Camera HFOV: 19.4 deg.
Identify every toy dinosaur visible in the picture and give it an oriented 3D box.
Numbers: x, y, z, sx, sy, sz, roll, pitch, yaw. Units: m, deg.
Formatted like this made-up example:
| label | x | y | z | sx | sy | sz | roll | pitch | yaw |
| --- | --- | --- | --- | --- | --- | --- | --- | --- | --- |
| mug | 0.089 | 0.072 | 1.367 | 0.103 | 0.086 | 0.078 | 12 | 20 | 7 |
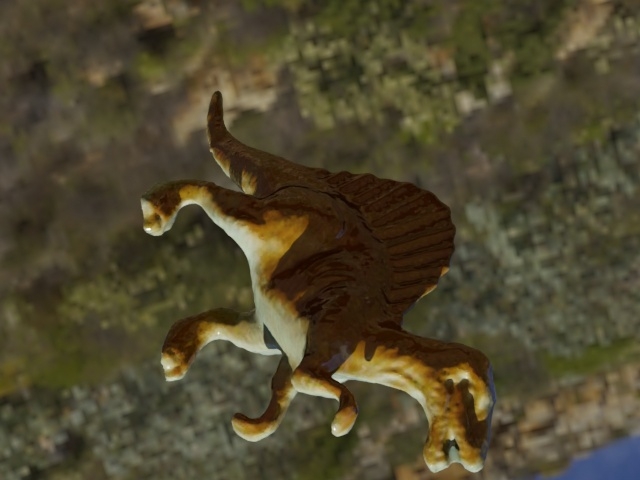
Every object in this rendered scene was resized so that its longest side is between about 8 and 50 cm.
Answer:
| label | x | y | z | sx | sy | sz | roll | pitch | yaw |
| --- | --- | --- | --- | --- | --- | --- | --- | --- | --- |
| toy dinosaur | 0.000 | 0.001 | 0.766 | 0.142 | 0.057 | 0.212 | -8 | -123 | 16 |
